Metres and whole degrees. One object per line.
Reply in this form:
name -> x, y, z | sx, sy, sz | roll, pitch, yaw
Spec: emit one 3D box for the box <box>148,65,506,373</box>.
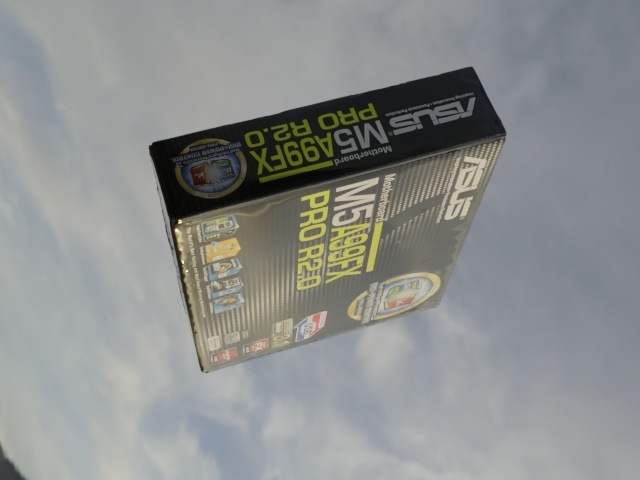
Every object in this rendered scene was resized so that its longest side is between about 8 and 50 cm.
box -> 0.000, 0.000, 0.652 | 0.270, 0.216, 0.060 | 97, -24, -62
